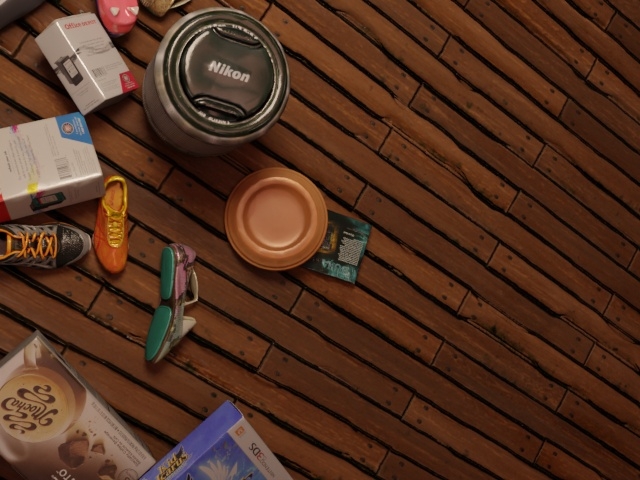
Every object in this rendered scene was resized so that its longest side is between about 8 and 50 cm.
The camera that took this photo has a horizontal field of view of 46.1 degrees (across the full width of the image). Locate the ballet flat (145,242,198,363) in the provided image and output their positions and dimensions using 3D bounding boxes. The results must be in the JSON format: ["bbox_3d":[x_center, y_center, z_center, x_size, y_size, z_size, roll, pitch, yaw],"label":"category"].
[{"bbox_3d":[-0.262,0.117,1.370,0.079,0.077,0.222,11,86,-39],"label":"ballet flat"}]

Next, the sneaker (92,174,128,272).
[{"bbox_3d":[-0.370,-0.029,1.328,0.064,0.067,0.175,-4,93,-21],"label":"sneaker"}]

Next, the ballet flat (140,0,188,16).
[{"bbox_3d":[-0.244,-0.485,1.384,0.206,0.073,0.067,-42,130,-12],"label":"ballet flat"}]

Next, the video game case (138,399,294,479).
[{"bbox_3d":[-0.200,0.452,1.334,0.269,0.061,0.244,-41,132,-15],"label":"video game case"}]

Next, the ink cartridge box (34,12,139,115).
[{"bbox_3d":[-0.399,-0.305,1.292,0.150,0.063,0.109,59,29,-10],"label":"ink cartridge box"}]

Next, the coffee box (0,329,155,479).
[{"bbox_3d":[-0.443,0.319,1.273,0.168,0.119,0.297,-42,103,-16],"label":"coffee box"}]

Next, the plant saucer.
[{"bbox_3d":[-0.083,-0.042,1.422,0.199,0.037,0.200,0,86,-6],"label":"plant saucer"}]

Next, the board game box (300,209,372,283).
[{"bbox_3d":[0.000,0.000,1.483,0.186,0.026,0.126,20,84,-19],"label":"board game box"}]

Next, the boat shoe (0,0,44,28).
[{"bbox_3d":[-0.559,-0.404,1.239,0.306,0.113,0.105,-37,96,0],"label":"boat shoe"}]

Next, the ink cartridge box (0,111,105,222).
[{"bbox_3d":[-0.492,-0.118,1.255,0.231,0.078,0.134,-16,70,-19],"label":"ink cartridge box"}]

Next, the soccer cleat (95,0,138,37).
[{"bbox_3d":[-0.375,-0.482,1.323,0.083,0.095,0.248,-10,85,-33],"label":"soccer cleat"}]

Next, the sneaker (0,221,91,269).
[{"bbox_3d":[-0.499,0.010,1.273,0.214,0.083,0.084,-2,89,-21],"label":"sneaker"}]

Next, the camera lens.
[{"bbox_3d":[-0.185,-0.260,1.284,0.219,0.274,0.220,0,90,-20],"label":"camera lens"}]
